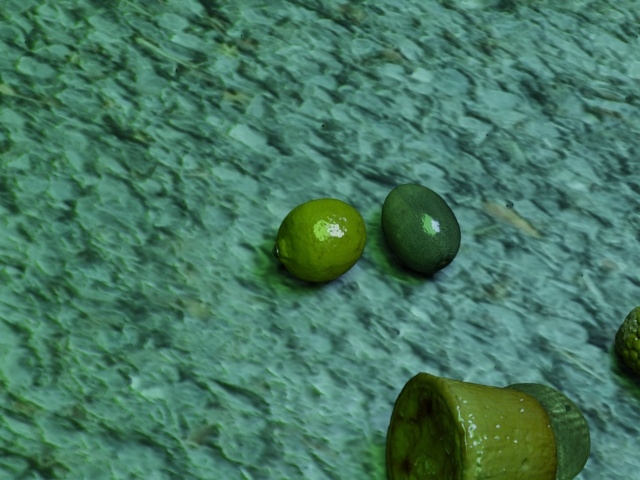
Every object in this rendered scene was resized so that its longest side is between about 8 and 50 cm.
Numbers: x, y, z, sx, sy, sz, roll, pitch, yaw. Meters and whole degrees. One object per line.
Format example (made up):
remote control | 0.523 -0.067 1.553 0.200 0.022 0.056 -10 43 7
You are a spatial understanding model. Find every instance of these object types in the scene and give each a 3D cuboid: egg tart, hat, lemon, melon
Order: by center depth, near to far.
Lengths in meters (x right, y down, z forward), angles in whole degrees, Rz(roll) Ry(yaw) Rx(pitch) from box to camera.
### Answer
egg tart | 0.178 0.253 1.601 0.147 0.202 0.202 1 57 -26
hat | 0.276 0.227 1.692 0.146 0.067 0.146 4 57 -7
lemon | 0.000 0.000 1.767 0.133 0.109 0.109 -13 61 -24
melon | 0.133 -0.017 1.807 0.098 0.098 0.130 -16 56 -19

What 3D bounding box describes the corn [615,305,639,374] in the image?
corn | 0.517 0.198 1.727 0.322 0.119 0.119 33 58 18
